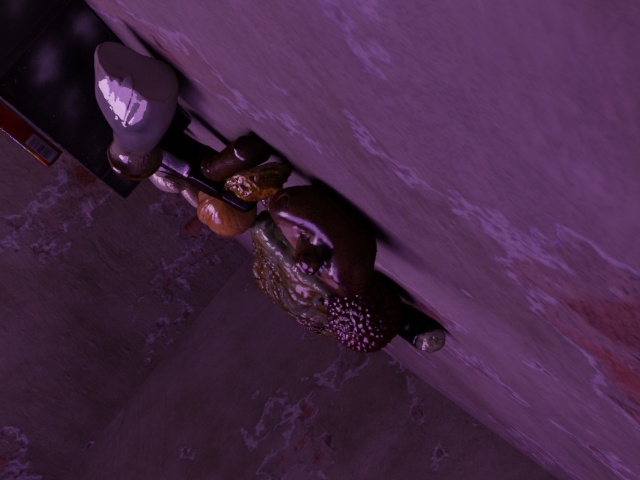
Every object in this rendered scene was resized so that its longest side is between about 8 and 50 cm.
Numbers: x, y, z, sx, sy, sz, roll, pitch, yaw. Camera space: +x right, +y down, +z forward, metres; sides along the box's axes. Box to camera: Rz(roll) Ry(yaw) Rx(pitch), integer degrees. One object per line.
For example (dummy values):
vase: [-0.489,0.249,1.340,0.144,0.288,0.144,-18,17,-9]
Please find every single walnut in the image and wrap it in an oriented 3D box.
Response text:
walnut: [-0.242,-0.089,2.227,0.159,0.159,0.207,38,174,13]

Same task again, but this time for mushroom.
mushroom: [0.012,-0.010,1.535,0.231,0.138,0.194,51,-174,-3]
mushroom: [-0.354,-0.235,1.631,0.159,0.122,0.329,45,153,8]

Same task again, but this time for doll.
doll: [-0.351,-0.192,2.288,0.175,0.149,0.278,38,-172,22]

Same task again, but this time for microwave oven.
microwave oven: [-0.543,-0.345,1.812,0.374,0.236,0.432,36,172,35]

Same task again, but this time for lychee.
lychee: [0.100,0.155,1.934,0.188,0.188,0.188,39,173,5]

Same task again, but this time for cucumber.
cucumber: [0.201,0.193,2.041,0.074,0.074,0.241,44,173,-35]

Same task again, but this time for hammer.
hammer: [-0.190,-0.151,1.705,0.242,0.095,0.409,28,171,-16]

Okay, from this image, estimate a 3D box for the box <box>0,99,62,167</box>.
box: [-0.625,-0.229,1.787,0.175,0.048,0.112,43,173,-26]

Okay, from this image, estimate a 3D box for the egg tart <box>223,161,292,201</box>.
egg tart: [-0.113,-0.103,1.555,0.130,0.130,0.052,96,161,-82]

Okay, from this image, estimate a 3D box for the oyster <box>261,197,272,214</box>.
oyster: [-0.088,-0.064,1.998,0.148,0.051,0.103,47,172,37]

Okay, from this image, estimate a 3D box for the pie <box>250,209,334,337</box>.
pie: [-0.047,0.105,2.373,0.395,0.180,0.418,38,166,18]
